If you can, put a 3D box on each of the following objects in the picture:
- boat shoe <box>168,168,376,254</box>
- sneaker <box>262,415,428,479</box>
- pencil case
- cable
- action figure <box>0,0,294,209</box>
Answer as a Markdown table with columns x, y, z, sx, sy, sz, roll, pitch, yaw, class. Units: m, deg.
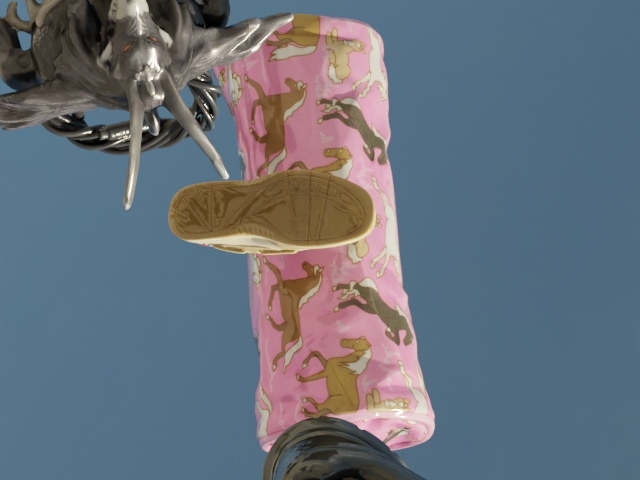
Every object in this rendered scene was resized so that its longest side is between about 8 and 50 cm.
| x | y | z | sx | sy | sz | roll | pitch | yaw | class |
| --- | --- | --- | --- | --- | --- | --- | --- | --- | --- |
| -0.032 | -0.020 | 1.459 | 0.170 | 0.059 | 0.063 | 2 | -100 | 21 | boat shoe |
| 0.088 | 0.219 | 1.237 | 0.130 | 0.286 | 0.109 | -98 | -146 | -88 | sneaker |
| 0.000 | 0.000 | 1.603 | 0.160 | 0.167 | 0.386 | -19 | -111 | 31 | pencil case |
| -0.180 | -0.134 | 1.766 | 0.150 | 0.184 | 0.047 | -42 | -139 | 24 | cable |
| -0.117 | -0.156 | 0.862 | 0.164 | 0.141 | 0.275 | -21 | -114 | -8 | action figure |
